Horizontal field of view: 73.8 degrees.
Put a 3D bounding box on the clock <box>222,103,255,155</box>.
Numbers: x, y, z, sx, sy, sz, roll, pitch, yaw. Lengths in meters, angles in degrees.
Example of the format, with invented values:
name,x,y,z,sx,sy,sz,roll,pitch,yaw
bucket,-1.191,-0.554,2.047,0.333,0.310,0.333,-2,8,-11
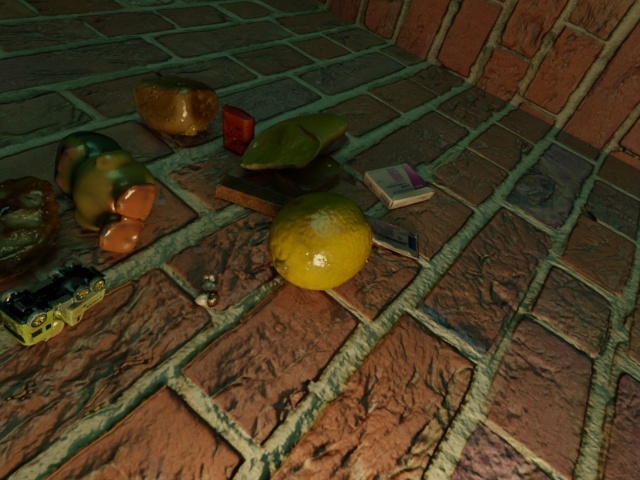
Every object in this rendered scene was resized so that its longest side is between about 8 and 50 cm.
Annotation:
name,x,y,z,sx,sy,sz,roll,pitch,yaw
clock,-0.276,-0.360,1.405,0.113,0.155,0.061,28,53,10

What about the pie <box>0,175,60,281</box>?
name,x,y,z,sx,sy,sz,roll,pitch,yaw
pie,-0.723,-0.021,0.947,0.309,0.085,0.308,7,47,-8

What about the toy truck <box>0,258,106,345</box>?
name,x,y,z,sx,sy,sz,roll,pitch,yaw
toy truck,-0.522,0.127,0.846,0.085,0.116,0.191,29,35,11

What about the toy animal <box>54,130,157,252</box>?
name,x,y,z,sx,sy,sz,roll,pitch,yaw
toy animal,-0.525,-0.138,1.068,0.338,0.216,0.191,39,19,25

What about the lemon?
name,x,y,z,sx,sy,sz,roll,pitch,yaw
lemon,0.000,0.000,1.064,0.268,0.267,0.267,10,43,-10

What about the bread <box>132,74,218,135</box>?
name,x,y,z,sx,sy,sz,roll,pitch,yaw
bread,-0.476,-0.437,1.402,0.247,0.176,0.195,19,30,21

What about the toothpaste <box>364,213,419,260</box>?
name,x,y,z,sx,sy,sz,roll,pitch,yaw
toothpaste,0.174,-0.027,1.295,0.283,0.068,0.099,22,72,-11

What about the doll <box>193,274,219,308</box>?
name,x,y,z,sx,sy,sz,roll,pitch,yaw
doll,-0.259,0.122,1.000,0.058,0.040,0.085,10,43,6

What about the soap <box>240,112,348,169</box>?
name,x,y,z,sx,sy,sz,roll,pitch,yaw
soap,-0.072,-0.345,1.415,0.306,0.115,0.427,-8,25,21

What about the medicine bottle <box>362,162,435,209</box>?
name,x,y,z,sx,sy,sz,roll,pitch,yaw
medicine bottle,0.273,-0.190,1.498,0.201,0.052,0.171,-15,53,-29

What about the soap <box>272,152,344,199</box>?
name,x,y,z,sx,sy,sz,roll,pitch,yaw
soap,-0.037,-0.207,1.388,0.135,0.076,0.233,34,46,17

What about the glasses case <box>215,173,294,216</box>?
name,x,y,z,sx,sy,sz,roll,pitch,yaw
glasses case,-0.195,-0.128,1.269,0.218,0.049,0.075,19,36,0

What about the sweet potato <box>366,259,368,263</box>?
name,x,y,z,sx,sy,sz,roll,pitch,yaw
sweet potato,0.033,-0.010,1.225,0.250,0.059,0.069,26,63,3
